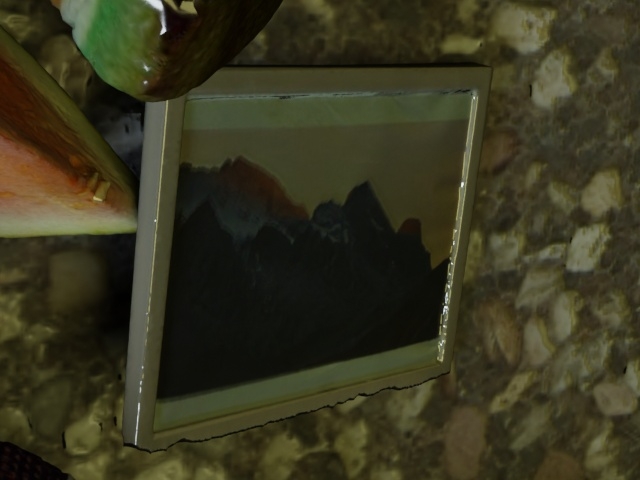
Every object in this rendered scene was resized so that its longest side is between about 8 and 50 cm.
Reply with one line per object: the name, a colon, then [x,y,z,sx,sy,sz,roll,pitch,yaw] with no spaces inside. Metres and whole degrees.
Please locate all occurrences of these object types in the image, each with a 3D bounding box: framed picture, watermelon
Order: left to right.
watermelon: [-0.212,-0.102,0.695,0.303,0.159,0.128,41,49,-49]
framed picture: [0.001,0.000,0.839,0.265,0.018,0.192,-9,109,-50]

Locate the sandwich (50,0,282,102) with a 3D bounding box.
sandwich: [-0.139,-0.189,0.692,0.301,0.162,0.250,33,41,-17]

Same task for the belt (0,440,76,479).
belt: [-0.163,0.224,0.785,0.184,0.164,0.289,-26,117,9]
